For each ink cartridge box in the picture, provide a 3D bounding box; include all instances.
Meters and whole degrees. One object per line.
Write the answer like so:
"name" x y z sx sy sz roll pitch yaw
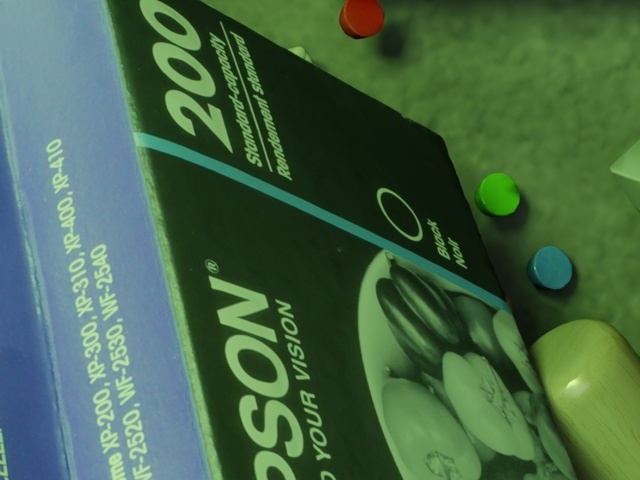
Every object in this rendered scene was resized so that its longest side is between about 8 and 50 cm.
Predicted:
"ink cartridge box" -0.020 0.021 0.481 0.045 0.208 0.206 -41 47 28

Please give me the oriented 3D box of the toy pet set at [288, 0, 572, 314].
"toy pet set" 0.000 0.000 0.645 0.114 0.065 0.122 -38 94 -28

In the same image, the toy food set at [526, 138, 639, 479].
"toy food set" 0.140 0.027 0.593 0.232 0.111 0.104 -42 111 -7
